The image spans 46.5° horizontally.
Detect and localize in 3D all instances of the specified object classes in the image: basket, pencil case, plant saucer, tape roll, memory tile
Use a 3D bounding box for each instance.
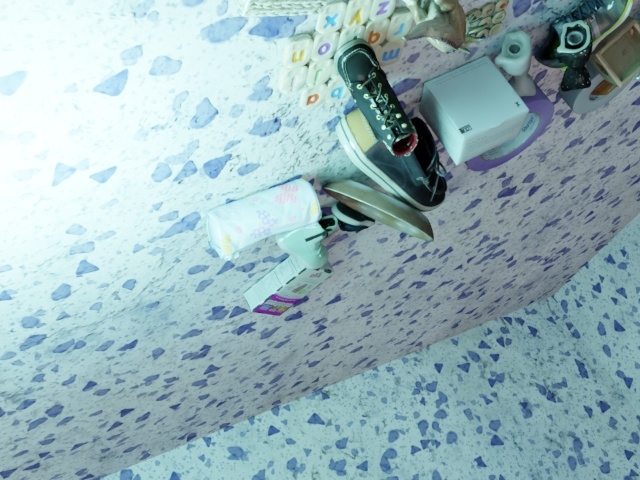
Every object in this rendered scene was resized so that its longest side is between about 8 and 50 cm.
[{"bbox_3d":[-0.060,-0.416,1.150,0.167,0.113,0.103,-14,153,-32],"label":"basket"},{"bbox_3d":[-0.134,-0.053,1.756,0.273,0.124,0.113,-23,155,-19],"label":"pencil case"},{"bbox_3d":[0.152,-0.083,1.875,0.050,0.310,0.310,-64,152,0],"label":"plant saucer"},{"bbox_3d":[0.783,-0.456,2.094,0.219,0.072,0.219,-24,155,-12],"label":"tape roll"},{"bbox_3d":[0.492,-0.310,2.021,0.274,0.090,0.275,-25,155,-13],"label":"tape roll"},{"bbox_3d":[0.344,-0.471,1.632,0.148,0.012,0.113,-26,156,-12],"label":"memory tile"}]

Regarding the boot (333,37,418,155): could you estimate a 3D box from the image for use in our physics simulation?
[{"bbox_3d":[0.117,-0.281,1.479,0.085,0.179,0.236,-32,157,5],"label":"boot"}]

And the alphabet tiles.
[{"bbox_3d":[0.049,-0.375,1.469,0.284,0.021,0.278,-21,154,-21],"label":"alphabet tiles"}]

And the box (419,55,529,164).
[{"bbox_3d":[0.358,-0.307,1.759,0.180,0.182,0.119,-25,157,-11],"label":"box"}]

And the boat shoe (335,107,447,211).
[{"bbox_3d":[0.217,-0.201,1.807,0.156,0.187,0.500,-33,152,19],"label":"boat shoe"}]

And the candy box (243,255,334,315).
[{"bbox_3d":[-0.094,0.127,2.216,0.233,0.071,0.159,-38,155,17],"label":"candy box"}]

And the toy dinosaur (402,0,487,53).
[{"bbox_3d":[0.230,-0.404,1.382,0.127,0.296,0.200,-14,122,24],"label":"toy dinosaur"}]

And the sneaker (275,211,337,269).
[{"bbox_3d":[0.000,0.000,2.025,0.151,0.094,0.256,-25,156,18],"label":"sneaker"}]

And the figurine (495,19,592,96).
[{"bbox_3d":[0.536,-0.410,1.775,0.214,0.093,0.209,-4,157,20],"label":"figurine"}]

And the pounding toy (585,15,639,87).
[{"bbox_3d":[0.721,-0.496,1.907,0.181,0.094,0.206,-43,116,13],"label":"pounding toy"}]

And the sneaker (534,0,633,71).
[{"bbox_3d":[0.620,-0.513,1.759,0.121,0.111,0.300,-11,148,-29],"label":"sneaker"}]

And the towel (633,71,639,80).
[{"bbox_3d":[0.946,-0.554,2.002,0.285,0.034,0.209,-44,170,-41],"label":"towel"}]

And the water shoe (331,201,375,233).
[{"bbox_3d":[0.079,-0.052,2.066,0.080,0.073,0.203,-39,154,23],"label":"water shoe"}]
